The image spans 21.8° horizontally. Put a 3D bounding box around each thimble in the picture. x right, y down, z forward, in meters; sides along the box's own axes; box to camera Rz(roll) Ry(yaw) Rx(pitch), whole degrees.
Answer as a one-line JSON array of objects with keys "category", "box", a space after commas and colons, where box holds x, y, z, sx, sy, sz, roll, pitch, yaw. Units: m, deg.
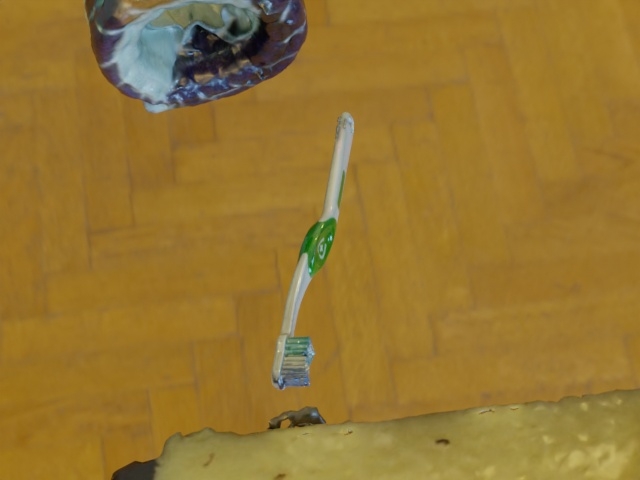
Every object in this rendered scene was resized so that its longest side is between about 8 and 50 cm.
[{"category": "thimble", "box": [-0.133, -0.242, 1.690, 0.237, 0.237, 0.150, -9, 62, -6]}]

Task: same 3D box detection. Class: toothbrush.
[{"category": "toothbrush", "box": [-0.005, 0.000, 1.811, 0.040, 0.042, 0.418, -5, 43, 15]}]

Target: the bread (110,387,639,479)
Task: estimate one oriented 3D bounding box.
[{"category": "bread", "box": [0.108, 0.166, 0.741, 0.405, 0.242, 0.346, -32, 28, 3]}]
